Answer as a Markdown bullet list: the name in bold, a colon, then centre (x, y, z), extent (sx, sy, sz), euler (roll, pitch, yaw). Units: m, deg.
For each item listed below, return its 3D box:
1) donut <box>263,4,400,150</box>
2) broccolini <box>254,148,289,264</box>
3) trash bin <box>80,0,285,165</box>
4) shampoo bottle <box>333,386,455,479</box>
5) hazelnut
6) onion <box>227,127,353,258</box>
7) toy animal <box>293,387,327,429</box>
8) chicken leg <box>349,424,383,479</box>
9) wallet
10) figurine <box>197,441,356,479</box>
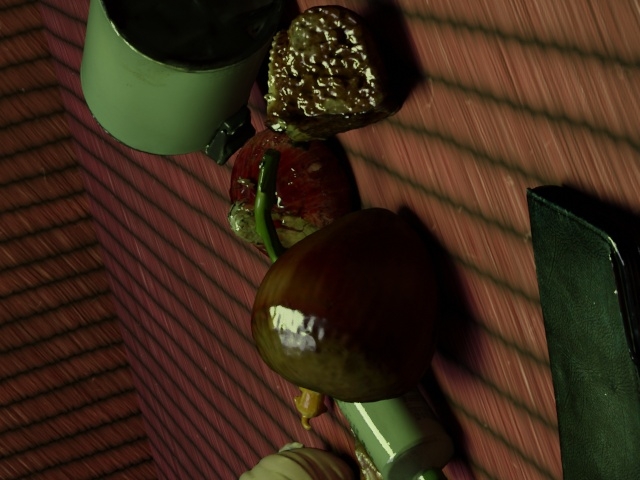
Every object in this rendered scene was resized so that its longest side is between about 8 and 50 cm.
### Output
- **donut**: centre (0.010, -0.164, 1.529), extent (0.186, 0.144, 0.126), euler (-12, -89, -77)
- **broccolini**: centre (-0.003, -0.005, 1.651), extent (0.062, 0.123, 0.271), euler (25, 147, 38)
- **trash bin**: centre (-0.170, -0.248, 1.806), extent (0.277, 0.217, 0.262), euler (44, 158, 4)
- **shampoo bottle**: centre (0.078, 0.195, 1.659), extent (0.234, 0.087, 0.118), euler (57, -175, 29)
- **hazelnut**: centre (0.036, 0.062, 1.552), extent (0.208, 0.208, 0.208), euler (163, 90, -73)
- **onion**: centre (-0.048, -0.043, 1.754), extent (0.184, 0.147, 0.184), euler (34, 136, 42)
- **toy animal**: centre (-0.008, 0.207, 2.022), extent (0.083, 0.061, 0.081), euler (128, 163, -70)
- **chicken leg**: centre (0.073, 0.254, 1.736), extent (0.093, 0.113, 0.304), euler (-47, 57, 49)
- **wallet**: centre (0.231, 0.118, 1.215), extent (0.172, 0.045, 0.318), euler (-141, 37, -66)
- **figurine**: centre (-0.013, 0.449, 2.005), extent (0.253, 0.211, 0.361), euler (135, 115, -71)
